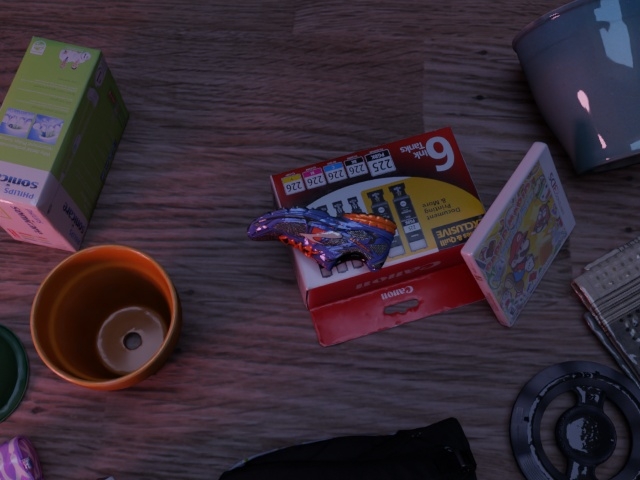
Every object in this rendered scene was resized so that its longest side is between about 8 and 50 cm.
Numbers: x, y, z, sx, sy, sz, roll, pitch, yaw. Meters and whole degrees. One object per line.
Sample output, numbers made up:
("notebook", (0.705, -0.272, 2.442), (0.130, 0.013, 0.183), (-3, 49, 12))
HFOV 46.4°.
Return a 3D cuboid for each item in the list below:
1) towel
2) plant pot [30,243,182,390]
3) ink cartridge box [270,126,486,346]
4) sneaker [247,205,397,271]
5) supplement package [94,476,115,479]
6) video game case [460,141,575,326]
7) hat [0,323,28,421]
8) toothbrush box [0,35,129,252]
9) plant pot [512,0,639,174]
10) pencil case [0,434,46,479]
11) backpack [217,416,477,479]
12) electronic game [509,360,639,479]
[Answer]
("towel", (0.608, 0.122, 1.216), (0.324, 0.056, 0.312), (-27, 75, -12))
("plant pot", (-0.301, 0.132, 1.128), (0.205, 0.188, 0.205), (0, 70, 0))
("ink cartridge box", (0.105, -0.005, 1.213), (0.310, 0.130, 0.271), (-17, 72, -7))
("sneaker", (0.000, 0.000, 1.101), (0.221, 0.083, 0.087), (5, 80, 4))
("supplement package", (-0.334, 0.424, 0.974), (0.194, 0.203, 0.149), (-27, 84, -26))
("video game case", (0.321, -0.006, 1.185), (0.026, 0.206, 0.227), (21, 67, 44))
("hat", (-0.547, 0.196, 1.104), (0.173, 0.183, 0.208), (-18, 71, -7))
("toothbrush box", (-0.433, -0.151, 1.224), (0.122, 0.206, 0.283), (12, 70, 4))
("plant pot", (0.487, -0.251, 1.251), (0.272, 0.271, 0.255), (-13, 86, -5))
("pencil case", (-0.510, 0.367, 1.098), (0.206, 0.086, 0.088), (-25, 95, -8))
("backpack", (0.020, 0.401, 0.992), (0.356, 0.273, 0.290), (2, 46, -12))
("electronic game", (0.404, 0.298, 1.142), (0.230, 0.048, 0.229), (0, 71, 0))
